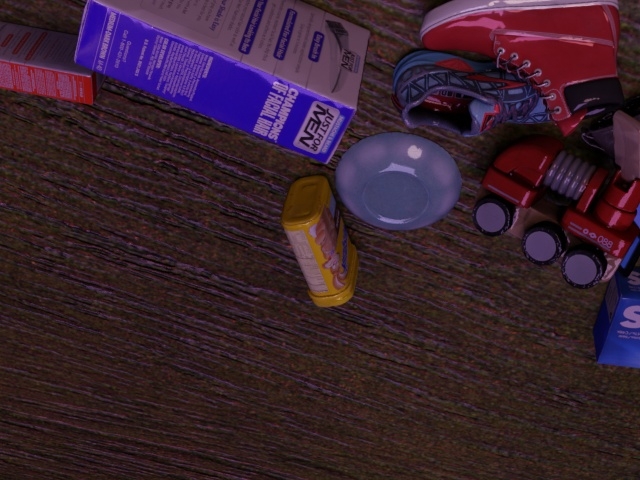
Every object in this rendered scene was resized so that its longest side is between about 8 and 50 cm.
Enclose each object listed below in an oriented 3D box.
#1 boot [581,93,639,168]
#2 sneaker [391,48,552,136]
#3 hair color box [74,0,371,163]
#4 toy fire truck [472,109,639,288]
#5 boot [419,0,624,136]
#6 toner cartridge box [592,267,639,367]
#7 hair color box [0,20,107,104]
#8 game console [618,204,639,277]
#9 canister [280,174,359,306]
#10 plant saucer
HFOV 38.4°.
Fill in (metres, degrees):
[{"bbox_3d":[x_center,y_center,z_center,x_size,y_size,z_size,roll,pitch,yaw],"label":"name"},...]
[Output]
[{"bbox_3d":[0.513,-0.119,1.230,0.262,0.091,0.229,-23,116,26],"label":"boot"},{"bbox_3d":[0.223,-0.175,1.211,0.261,0.125,0.104,3,134,8],"label":"sneaker"},{"bbox_3d":[-0.115,-0.246,1.165,0.338,0.185,0.110,20,134,-8],"label":"hair color box"},{"bbox_3d":[0.341,-0.084,1.233,0.217,0.158,0.246,32,120,18],"label":"toy fire truck"},{"bbox_3d":[0.245,-0.213,1.133,0.244,0.176,0.088,-2,173,12],"label":"boot"},{"bbox_3d":[0.632,0.139,1.471,0.347,0.075,0.165,6,135,5],"label":"toner cartridge box"},{"bbox_3d":[-0.385,-0.247,1.276,0.167,0.093,0.053,12,134,0],"label":"hair color box"},{"bbox_3d":[0.468,-0.021,1.351,0.107,0.071,0.122,-26,125,30],"label":"game console"},{"bbox_3d":[0.000,0.000,1.420,0.073,0.126,0.170,-8,130,18],"label":"canister"},{"bbox_3d":[0.115,-0.075,1.388,0.194,0.037,0.195,5,133,5],"label":"plant saucer"}]
